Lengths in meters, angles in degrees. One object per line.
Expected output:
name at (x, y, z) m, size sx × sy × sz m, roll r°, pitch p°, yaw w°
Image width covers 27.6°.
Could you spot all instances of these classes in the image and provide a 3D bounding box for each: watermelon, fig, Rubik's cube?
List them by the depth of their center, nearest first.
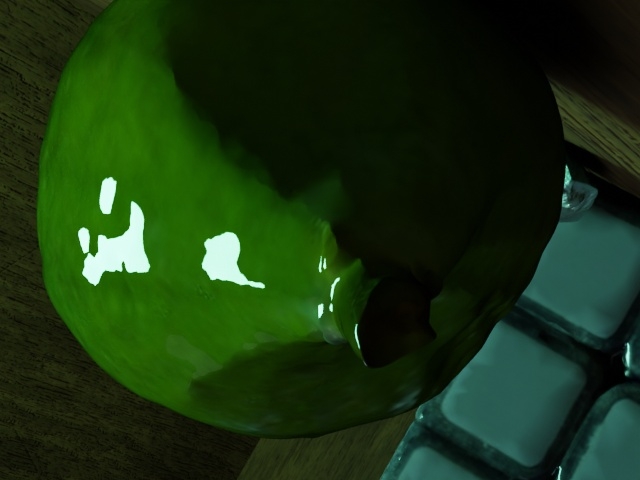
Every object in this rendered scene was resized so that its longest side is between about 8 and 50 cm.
fig at (0.015, -0.010, 0.528) m, size 0.233 × 0.233 × 0.314 m, roll 29°, pitch 172°, yaw -36°
watermelon at (0.133, -0.032, 0.808) m, size 0.085 × 0.061 × 0.085 m, roll 41°, pitch -178°, yaw -2°
Rubik's cube at (0.240, 0.160, 0.961) m, size 0.301 × 0.304 × 0.305 m, roll 31°, pitch -177°, yaw 16°
